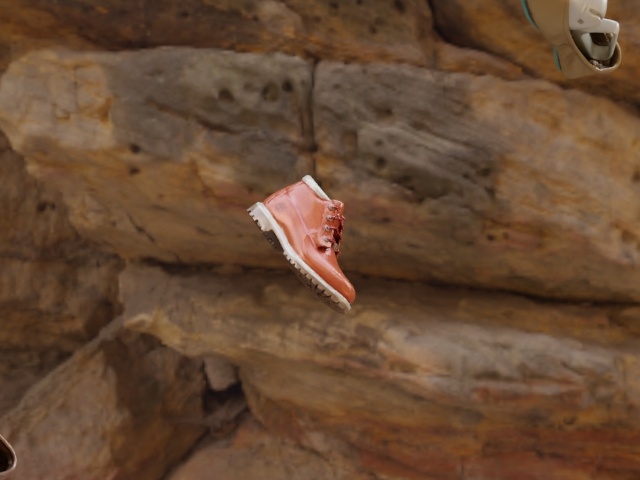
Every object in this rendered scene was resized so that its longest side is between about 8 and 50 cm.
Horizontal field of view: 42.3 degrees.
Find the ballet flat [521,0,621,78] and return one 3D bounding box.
[{"bbox_3d":[0.264,-0.232,0.844,0.073,0.080,0.232,12,-5,29],"label":"ballet flat"}]

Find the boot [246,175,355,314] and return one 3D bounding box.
[{"bbox_3d":[0.000,0.000,0.821,0.085,0.158,0.059,-34,-30,-6],"label":"boot"}]

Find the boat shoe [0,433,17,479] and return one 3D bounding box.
[{"bbox_3d":[-0.445,0.185,0.868,0.117,0.123,0.324,-21,-39,9],"label":"boat shoe"}]
